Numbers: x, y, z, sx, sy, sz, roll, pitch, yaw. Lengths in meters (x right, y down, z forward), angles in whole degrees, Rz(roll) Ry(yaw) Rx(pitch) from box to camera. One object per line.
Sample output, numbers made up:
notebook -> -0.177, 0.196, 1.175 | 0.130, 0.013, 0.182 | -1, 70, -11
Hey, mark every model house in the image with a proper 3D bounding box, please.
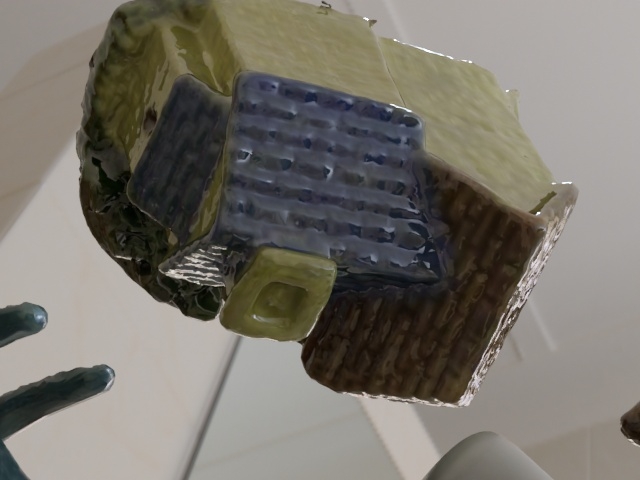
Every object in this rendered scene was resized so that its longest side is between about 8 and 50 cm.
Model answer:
model house -> 0.000, 0.000, 1.035 | 0.321, 0.266, 0.261 | 12, -63, -25

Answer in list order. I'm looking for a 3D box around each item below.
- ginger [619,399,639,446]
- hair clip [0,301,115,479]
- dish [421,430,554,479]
ginger -> 0.327, 0.191, 1.321 | 0.104, 0.204, 0.080 | -12, -70, 6
hair clip -> -0.251, 0.105, 0.644 | 0.392, 0.238, 0.318 | -19, -44, 24
dish -> 0.056, 0.209, 0.707 | 0.151, 0.077, 0.212 | 39, -81, 32
